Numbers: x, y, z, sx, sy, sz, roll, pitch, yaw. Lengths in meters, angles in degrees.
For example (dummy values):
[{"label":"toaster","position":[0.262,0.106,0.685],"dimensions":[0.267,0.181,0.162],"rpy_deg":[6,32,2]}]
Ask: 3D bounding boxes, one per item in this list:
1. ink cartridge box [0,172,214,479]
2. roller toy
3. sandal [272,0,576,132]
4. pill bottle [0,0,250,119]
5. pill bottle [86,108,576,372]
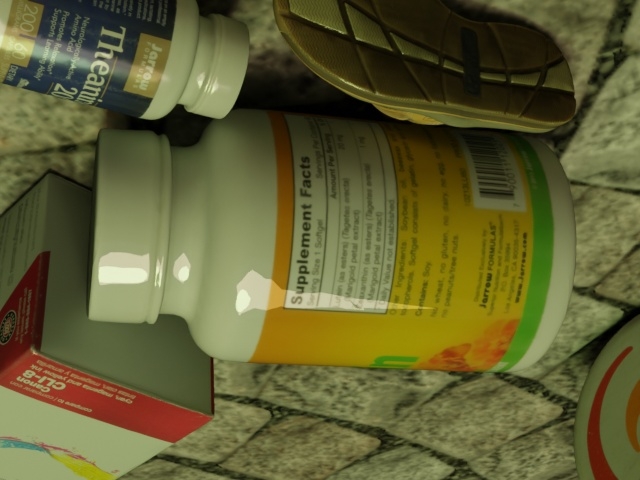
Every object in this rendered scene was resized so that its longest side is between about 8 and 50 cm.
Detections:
[{"label":"ink cartridge box","position":[-0.168,0.073,0.662],"dimensions":[0.127,0.128,0.176],"rpy_deg":[27,131,-36]},{"label":"roller toy","position":[0.298,0.144,0.778],"dimensions":[0.146,0.209,0.191],"rpy_deg":[20,171,-30]},{"label":"sandal","position":[0.052,-0.090,0.543],"dimensions":[0.180,0.072,0.049],"rpy_deg":[12,161,-29]},{"label":"pill bottle","position":[-0.098,-0.095,0.502],"dimensions":[0.120,0.067,0.067],"rpy_deg":[12,139,-23]},{"label":"pill bottle","position":[0.000,0.000,0.584],"dimensions":[0.245,0.136,0.136],"rpy_deg":[4,142,-14]}]
